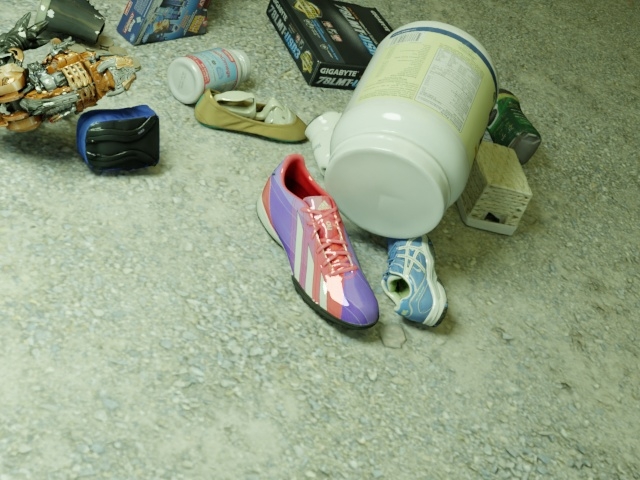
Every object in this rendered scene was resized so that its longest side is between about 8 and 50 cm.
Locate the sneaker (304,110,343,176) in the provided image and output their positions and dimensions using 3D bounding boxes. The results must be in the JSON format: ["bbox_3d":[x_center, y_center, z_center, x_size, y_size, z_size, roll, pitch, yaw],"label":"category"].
[{"bbox_3d":[0.113,-0.149,1.567,0.297,0.111,0.129,6,57,-18],"label":"sneaker"}]

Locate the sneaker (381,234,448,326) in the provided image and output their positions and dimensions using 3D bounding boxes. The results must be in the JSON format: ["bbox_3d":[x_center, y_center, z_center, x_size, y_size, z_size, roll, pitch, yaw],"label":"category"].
[{"bbox_3d":[0.140,0.045,1.350,0.081,0.080,0.211,10,39,-25],"label":"sneaker"}]

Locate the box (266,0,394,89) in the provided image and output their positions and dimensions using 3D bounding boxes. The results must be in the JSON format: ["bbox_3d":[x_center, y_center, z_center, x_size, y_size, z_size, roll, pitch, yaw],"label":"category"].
[{"bbox_3d":[0.058,-0.452,1.899,0.293,0.073,0.295,-1,46,-30],"label":"box"}]

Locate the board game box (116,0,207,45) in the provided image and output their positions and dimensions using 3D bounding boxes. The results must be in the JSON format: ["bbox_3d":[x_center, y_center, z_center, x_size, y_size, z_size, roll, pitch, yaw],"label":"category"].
[{"bbox_3d":[-0.288,-0.483,1.669,0.060,0.194,0.194,43,26,19],"label":"board game box"}]

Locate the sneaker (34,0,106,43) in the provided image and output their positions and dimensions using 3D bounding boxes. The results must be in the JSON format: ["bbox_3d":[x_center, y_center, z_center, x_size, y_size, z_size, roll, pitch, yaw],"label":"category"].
[{"bbox_3d":[-0.465,-0.438,1.572,0.118,0.083,0.222,19,34,-20],"label":"sneaker"}]

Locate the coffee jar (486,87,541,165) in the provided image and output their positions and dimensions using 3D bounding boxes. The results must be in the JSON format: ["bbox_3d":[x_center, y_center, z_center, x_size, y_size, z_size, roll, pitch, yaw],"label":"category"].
[{"bbox_3d":[0.420,-0.257,1.856,0.079,0.096,0.184,11,41,-24],"label":"coffee jar"}]

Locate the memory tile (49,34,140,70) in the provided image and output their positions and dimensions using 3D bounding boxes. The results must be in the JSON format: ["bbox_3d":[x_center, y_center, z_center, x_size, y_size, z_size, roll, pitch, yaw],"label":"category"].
[{"bbox_3d":[-0.414,-0.334,1.530,0.113,0.012,0.148,38,38,15],"label":"memory tile"}]

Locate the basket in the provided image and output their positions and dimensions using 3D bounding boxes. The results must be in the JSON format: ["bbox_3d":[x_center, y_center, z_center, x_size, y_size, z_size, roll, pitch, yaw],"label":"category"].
[{"bbox_3d":[0.335,-0.108,1.624,0.113,0.103,0.167,13,40,-16],"label":"basket"}]

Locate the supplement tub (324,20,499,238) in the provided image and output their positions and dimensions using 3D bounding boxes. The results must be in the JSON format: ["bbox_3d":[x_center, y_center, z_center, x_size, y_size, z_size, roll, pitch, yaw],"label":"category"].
[{"bbox_3d":[0.154,-0.187,1.393,0.235,0.235,0.325,26,54,0],"label":"supplement tub"}]

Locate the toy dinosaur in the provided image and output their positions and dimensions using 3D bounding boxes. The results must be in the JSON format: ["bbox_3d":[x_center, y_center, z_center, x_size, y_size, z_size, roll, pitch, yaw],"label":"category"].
[{"bbox_3d":[-0.442,-0.234,1.239,0.322,0.164,0.218,1,28,-16],"label":"toy dinosaur"}]

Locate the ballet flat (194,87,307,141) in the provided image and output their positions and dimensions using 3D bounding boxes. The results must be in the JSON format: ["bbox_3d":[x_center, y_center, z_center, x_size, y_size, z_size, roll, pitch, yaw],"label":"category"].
[{"bbox_3d":[-0.115,-0.234,1.535,0.232,0.073,0.080,4,43,-27],"label":"ballet flat"}]

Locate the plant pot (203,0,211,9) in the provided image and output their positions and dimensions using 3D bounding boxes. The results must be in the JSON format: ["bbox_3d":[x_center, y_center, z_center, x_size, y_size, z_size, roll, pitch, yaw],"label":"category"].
[{"bbox_3d":[-0.297,-0.639,1.750,0.272,0.265,0.272,16,39,-13],"label":"plant pot"}]

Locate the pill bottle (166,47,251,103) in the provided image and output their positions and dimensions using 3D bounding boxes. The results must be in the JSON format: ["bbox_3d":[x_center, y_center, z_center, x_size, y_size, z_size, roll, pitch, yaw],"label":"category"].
[{"bbox_3d":[-0.207,-0.317,1.569,0.087,0.087,0.160,39,39,17],"label":"pill bottle"}]

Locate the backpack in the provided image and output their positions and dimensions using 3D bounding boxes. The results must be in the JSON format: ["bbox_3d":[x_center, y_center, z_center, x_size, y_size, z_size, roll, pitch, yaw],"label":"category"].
[{"bbox_3d":[-0.327,-0.163,1.315,0.120,0.098,0.101,-14,31,-30],"label":"backpack"}]

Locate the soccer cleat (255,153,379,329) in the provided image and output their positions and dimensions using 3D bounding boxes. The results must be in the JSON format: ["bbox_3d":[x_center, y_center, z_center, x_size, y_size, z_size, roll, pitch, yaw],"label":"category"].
[{"bbox_3d":[0.000,0.000,1.291,0.108,0.116,0.318,-6,47,-35],"label":"soccer cleat"}]
